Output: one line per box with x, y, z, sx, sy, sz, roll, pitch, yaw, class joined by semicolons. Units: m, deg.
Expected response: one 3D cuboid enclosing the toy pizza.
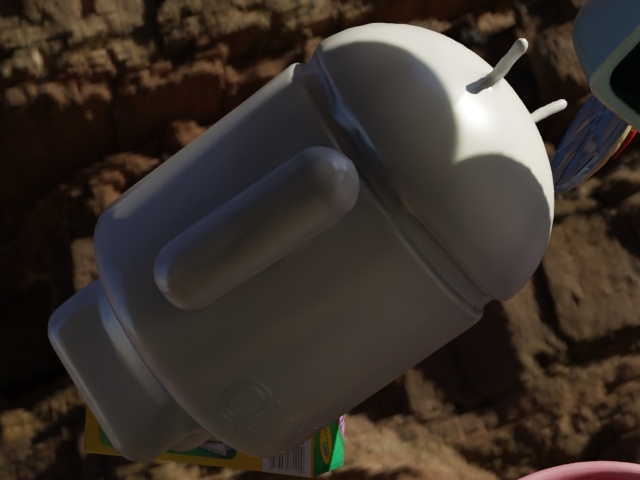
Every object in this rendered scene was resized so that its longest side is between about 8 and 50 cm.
0.345;-0.137;1.558;0.032;0.201;0.201;32;-51;-7;toy pizza

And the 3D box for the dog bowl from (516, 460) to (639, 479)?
0.263;0.377;1.159;0.408;0.408;0.150;-13;-44;-7;dog bowl

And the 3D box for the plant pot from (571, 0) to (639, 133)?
0.378;-0.201;1.180;0.247;0.252;0.248;35;-72;-19;plant pot

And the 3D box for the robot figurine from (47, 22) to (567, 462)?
0.000;0.000;0.826;0.353;0.199;0.300;-36;-9;12;robot figurine

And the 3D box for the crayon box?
-0.114;0.152;1.380;0.279;0.165;0.081;2;1;23;crayon box
